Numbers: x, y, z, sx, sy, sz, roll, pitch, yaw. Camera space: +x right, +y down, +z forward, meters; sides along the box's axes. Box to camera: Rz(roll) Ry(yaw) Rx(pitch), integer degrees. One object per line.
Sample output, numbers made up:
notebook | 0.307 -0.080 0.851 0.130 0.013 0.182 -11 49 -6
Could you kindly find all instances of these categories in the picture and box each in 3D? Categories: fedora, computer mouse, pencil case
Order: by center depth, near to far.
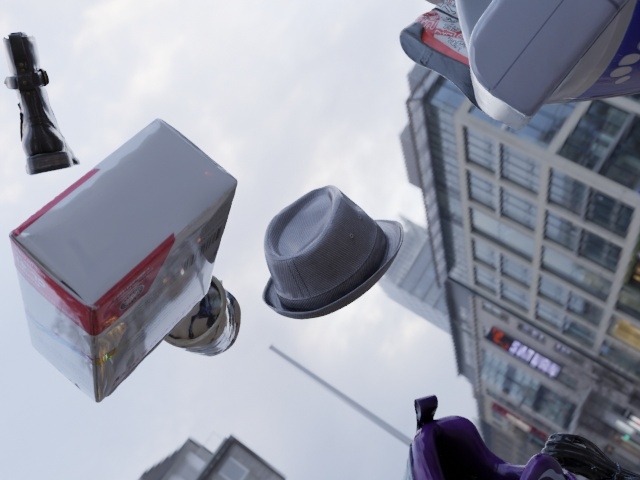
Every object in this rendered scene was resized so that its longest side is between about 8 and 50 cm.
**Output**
computer mouse | 0.289 0.363 0.998 0.272 0.188 0.072 -61 1 14
fedora | 0.000 0.000 1.337 0.124 0.244 0.275 62 -142 -26
pencil case | -0.268 0.155 1.835 0.410 0.160 0.183 92 167 -80

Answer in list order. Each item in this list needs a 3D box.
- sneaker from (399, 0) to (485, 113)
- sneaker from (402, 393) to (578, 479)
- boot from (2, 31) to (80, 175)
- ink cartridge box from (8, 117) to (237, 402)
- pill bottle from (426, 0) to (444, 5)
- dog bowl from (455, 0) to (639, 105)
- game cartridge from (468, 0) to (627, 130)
sneaker | 0.268 -0.306 1.356 0.145 0.270 0.090 -39 -30 -15
sneaker | 0.113 0.155 0.361 0.083 0.224 0.098 -23 -56 -37
boot | -0.465 -0.227 1.374 0.091 0.263 0.229 -14 -80 -17
ink cartridge box | -0.232 0.034 0.996 0.226 0.131 0.306 -47 -8 -31
pill bottle | 0.227 -0.540 1.478 0.131 0.131 0.229 76 -164 -58
dog bowl | 0.202 -0.244 0.671 0.104 0.265 0.265 -7 -45 -13
game cartridge | 0.183 -0.190 0.437 0.297 0.062 0.198 -52 -10 10
